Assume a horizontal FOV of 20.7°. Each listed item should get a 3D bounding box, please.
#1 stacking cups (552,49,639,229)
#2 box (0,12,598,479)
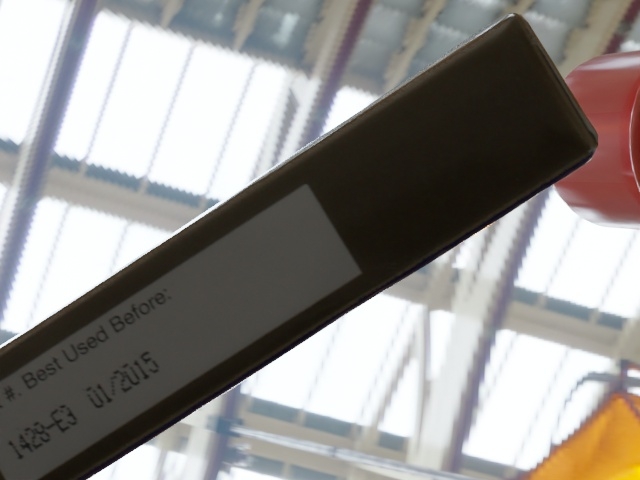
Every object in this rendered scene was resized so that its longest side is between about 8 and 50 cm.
[{"bbox_3d":[0.177,-0.038,0.503,0.096,0.316,0.096,-3,-84,-29],"label":"stacking cups"},{"bbox_3d":[0.000,0.000,0.435,0.136,0.225,0.036,-33,-92,7],"label":"box"}]
